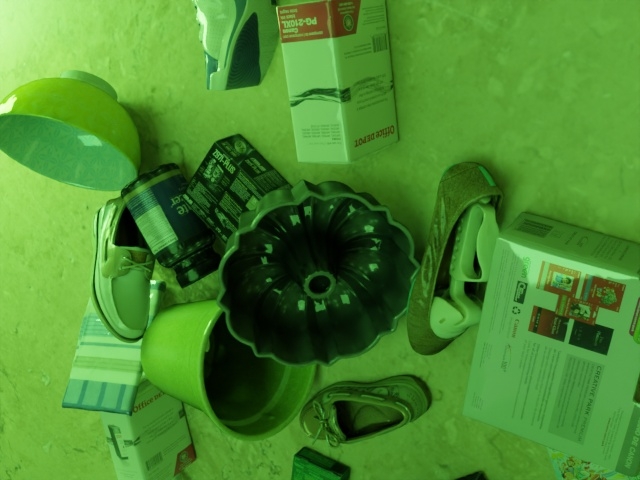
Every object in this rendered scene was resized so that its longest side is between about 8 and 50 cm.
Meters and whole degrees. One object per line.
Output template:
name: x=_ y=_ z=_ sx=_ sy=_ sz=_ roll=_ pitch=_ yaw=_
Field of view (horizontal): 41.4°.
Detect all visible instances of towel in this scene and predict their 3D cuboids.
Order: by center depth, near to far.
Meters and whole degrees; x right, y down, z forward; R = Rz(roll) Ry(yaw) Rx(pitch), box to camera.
towel: x=-0.423 y=0.213 z=1.745 sx=0.209 sy=0.034 sz=0.285 roll=-3 pitch=66 yaw=33

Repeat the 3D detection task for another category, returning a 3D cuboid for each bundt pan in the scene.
bundt pan: x=-0.010 y=0.041 z=1.388 sx=0.330 sy=0.124 sz=0.331 roll=-5 pitch=120 yaw=-8

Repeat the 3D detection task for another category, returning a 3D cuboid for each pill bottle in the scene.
pill bottle: x=-0.275 y=-0.026 z=1.607 sx=0.122 sy=0.122 sz=0.219 roll=-29 pitch=91 yaw=36

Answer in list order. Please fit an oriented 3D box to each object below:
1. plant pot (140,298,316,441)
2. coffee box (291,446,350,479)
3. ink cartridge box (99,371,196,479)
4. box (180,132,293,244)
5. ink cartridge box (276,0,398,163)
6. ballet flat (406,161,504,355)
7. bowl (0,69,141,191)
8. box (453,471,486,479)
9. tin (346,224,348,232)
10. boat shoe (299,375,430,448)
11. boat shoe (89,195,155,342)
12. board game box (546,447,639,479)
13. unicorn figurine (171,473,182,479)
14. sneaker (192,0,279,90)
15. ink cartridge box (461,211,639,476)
plant pot: x=-0.191 y=0.214 z=1.577 sx=0.253 sy=0.276 sz=0.276 roll=-1 pitch=107 yaw=45
coffee box: x=-0.007 y=0.510 z=1.678 sx=0.113 sy=0.040 sz=0.184 roll=18 pitch=115 yaw=27
ink cartridge box: x=-0.367 y=0.401 z=1.796 sx=0.092 sy=0.158 sz=0.218 roll=-1 pitch=106 yaw=33
box: x=-0.142 y=-0.076 z=1.531 sx=0.180 sy=0.077 sz=0.147 roll=45 pitch=125 yaw=11
ink cartridge box: x=0.032 y=-0.249 z=1.299 sx=0.100 sy=0.172 sz=0.237 roll=3 pitch=109 yaw=32
ballet flat: x=0.217 y=0.051 z=1.315 sx=0.124 sy=0.116 sz=0.343 roll=42 pitch=126 yaw=54
bowl: x=-0.466 y=-0.228 z=1.615 sx=0.289 sy=0.289 sz=0.156 roll=-1 pitch=65 yaw=33
box: x=0.188 y=0.722 z=1.359 sx=0.297 sy=0.480 sz=0.472 roll=-34 pitch=87 yaw=35
tin: x=0.000 y=0.000 z=1.494 sx=0.106 sy=0.040 sz=0.190 roll=30 pitch=120 yaw=25
boat shoe: x=0.060 y=0.312 z=1.533 sx=0.285 sy=0.089 sz=0.105 roll=-25 pitch=93 yaw=37
boat shoe: x=-0.381 y=0.046 z=1.650 sx=0.103 sy=0.113 sz=0.302 roll=-37 pitch=59 yaw=36
board game box: x=0.445 y=0.352 z=1.341 sx=0.154 sy=0.026 sz=0.104 roll=-16 pitch=97 yaw=36
unicorn figurine: x=-0.320 y=0.556 z=1.868 sx=0.060 sy=0.111 sz=0.162 roll=-29 pitch=76 yaw=46
sneaker: x=-0.171 y=-0.414 z=1.412 sx=0.182 sy=0.127 sz=0.316 roll=16 pitch=108 yaw=31
ink cartridge box: x=0.378 y=0.151 z=1.248 sx=0.271 sy=0.130 sz=0.310 roll=18 pitch=116 yaw=24
